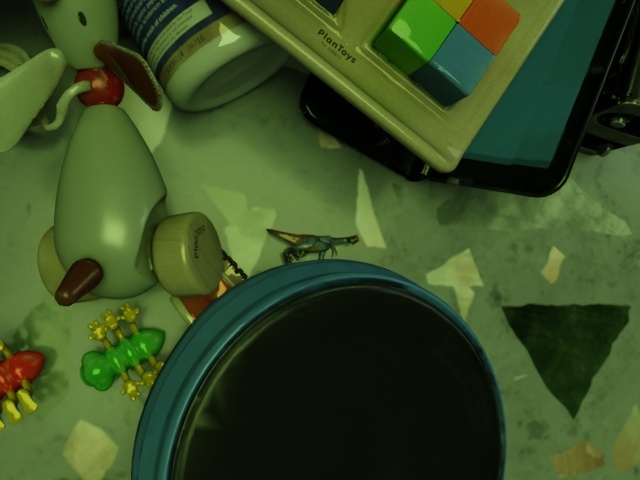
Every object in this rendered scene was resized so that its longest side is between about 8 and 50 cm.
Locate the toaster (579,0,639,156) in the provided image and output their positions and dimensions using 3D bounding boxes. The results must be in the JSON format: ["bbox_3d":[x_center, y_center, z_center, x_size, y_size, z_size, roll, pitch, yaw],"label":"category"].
[{"bbox_3d":[0.357,-0.199,0.668,0.110,0.168,0.185,19,82,-12],"label":"toaster"}]

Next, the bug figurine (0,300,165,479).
[{"bbox_3d":[-0.225,0.198,0.558,0.216,0.072,0.279,-27,86,-19],"label":"bug figurine"}]

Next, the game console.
[{"bbox_3d":[0.158,-0.220,0.620,0.250,0.173,0.293,27,80,-16],"label":"game console"}]

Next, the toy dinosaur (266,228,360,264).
[{"bbox_3d":[0.000,0.000,0.641,0.082,0.047,0.090,-29,81,-31],"label":"toy dinosaur"}]

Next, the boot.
[{"bbox_3d":[-0.087,0.092,0.609,0.084,0.059,0.158,-42,91,-3],"label":"boot"}]

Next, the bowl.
[{"bbox_3d":[0.021,0.212,0.561,0.391,0.077,0.391,1,88,-25],"label":"bowl"}]

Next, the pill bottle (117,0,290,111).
[{"bbox_3d":[-0.147,-0.279,0.576,0.153,0.153,0.264,-32,92,-13],"label":"pill bottle"}]

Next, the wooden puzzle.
[{"bbox_3d":[0.090,-0.287,0.520,0.322,0.080,0.348,36,77,-11],"label":"wooden puzzle"}]

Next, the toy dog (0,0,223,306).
[{"bbox_3d":[-0.212,-0.074,0.499,0.220,0.161,0.333,-29,97,13],"label":"toy dog"}]
